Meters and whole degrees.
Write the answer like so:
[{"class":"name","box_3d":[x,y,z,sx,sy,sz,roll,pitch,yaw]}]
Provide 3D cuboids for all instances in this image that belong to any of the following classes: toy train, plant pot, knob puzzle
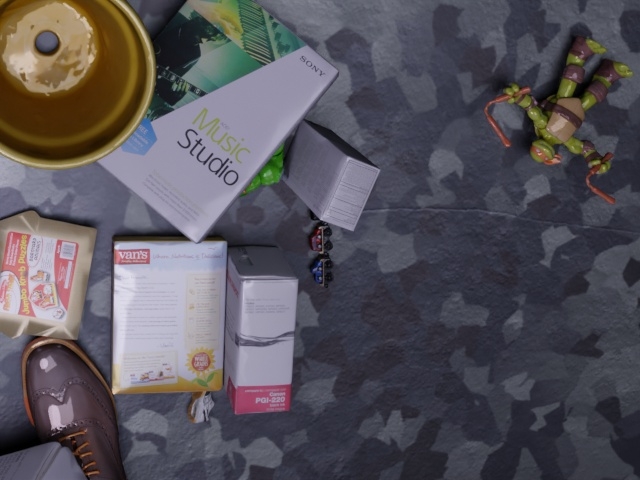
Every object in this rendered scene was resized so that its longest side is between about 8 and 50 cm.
[{"class":"toy train","box_3d":[0.000,0.000,2.046,0.036,0.027,0.158,-5,108,-10]},{"class":"plant pot","box_3d":[-0.361,-0.245,1.752,0.254,0.239,0.254,-5,109,-14]},{"class":"knob puzzle","box_3d":[-0.441,0.049,1.936,0.213,0.030,0.213,-1,97,-8]}]

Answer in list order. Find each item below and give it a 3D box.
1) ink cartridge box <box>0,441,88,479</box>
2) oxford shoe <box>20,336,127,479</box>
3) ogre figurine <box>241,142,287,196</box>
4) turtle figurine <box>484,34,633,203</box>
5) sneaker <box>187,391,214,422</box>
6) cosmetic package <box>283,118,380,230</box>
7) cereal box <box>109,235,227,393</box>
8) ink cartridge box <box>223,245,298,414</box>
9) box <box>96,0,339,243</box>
[{"class":"ink cartridge box","box_3d":[-0.505,0.486,1.920,0.385,0.160,0.279,-18,112,16]},{"class":"oxford shoe","box_3d":[-0.359,0.315,1.991,0.130,0.133,0.363,-20,111,-8]},{"class":"ogre figurine","box_3d":[-0.129,-0.122,1.940,0.197,0.097,0.118,-21,94,-24]},{"class":"turtle figurine","box_3d":[0.397,-0.196,2.060,0.269,0.087,0.217,34,89,-14]},{"class":"sneaker","box_3d":[-0.185,0.249,2.079,0.037,0.032,0.083,8,103,-42]},{"class":"cosmetic package","box_3d":[0.009,-0.099,1.901,0.060,0.239,0.099,21,101,-22]},{"class":"cereal box","box_3d":[-0.233,0.112,1.994,0.173,0.047,0.240,1,100,-14]},{"class":"ink cartridge box","box_3d":[-0.097,0.132,1.991,0.092,0.158,0.217,-2,108,-13]},{"class":"box","box_3d":[-0.161,-0.189,1.859,0.232,0.058,0.322,39,89,-1]}]
